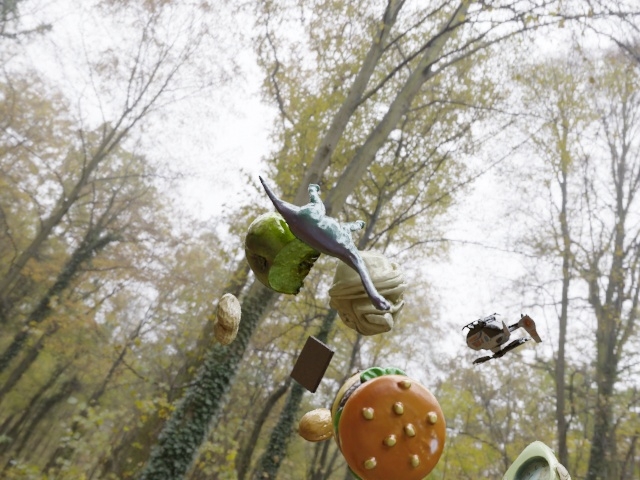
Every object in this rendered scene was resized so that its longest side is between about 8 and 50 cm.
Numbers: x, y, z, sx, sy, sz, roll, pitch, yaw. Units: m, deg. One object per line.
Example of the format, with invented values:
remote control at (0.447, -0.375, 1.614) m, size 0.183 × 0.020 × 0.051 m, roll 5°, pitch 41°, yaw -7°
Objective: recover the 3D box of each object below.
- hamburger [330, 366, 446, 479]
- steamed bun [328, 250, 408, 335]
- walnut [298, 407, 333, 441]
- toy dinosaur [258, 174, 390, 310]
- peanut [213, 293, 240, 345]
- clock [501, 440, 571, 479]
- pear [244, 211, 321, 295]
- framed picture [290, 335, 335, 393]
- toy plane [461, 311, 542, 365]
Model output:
hamburger at (0.233, 0.648, 1.767) m, size 0.396 × 0.395 × 0.277 m, roll 24°, pitch -10°, yaw -6°
steamed bun at (0.174, 0.172, 1.671) m, size 0.203 × 0.276 × 0.288 m, roll 30°, pitch -57°, yaw 42°
walnut at (-0.012, 0.794, 2.213) m, size 0.180 × 0.144 × 0.144 m, roll -9°, pitch -24°, yaw -25°
toy dinosaur at (0.000, 0.000, 1.277) m, size 0.384 × 0.330 × 0.129 m, roll 28°, pitch -64°, yaw -17°
peanut at (-0.407, 0.340, 2.257) m, size 0.110 × 0.196 × 0.232 m, roll 14°, pitch -54°, yaw -5°
clock at (0.737, 0.836, 1.728) m, size 0.096 × 0.235 × 0.308 m, roll 38°, pitch 5°, yaw -2°
pear at (-0.133, 0.037, 1.498) m, size 0.164 × 0.238 × 0.256 m, roll 38°, pitch 18°, yaw 28°
framed picture at (-0.030, 0.448, 1.870) m, size 0.128 × 0.168 × 0.023 m, roll 26°, pitch 0°, yaw 44°
toy plane at (0.319, 0.169, 0.926) m, size 0.054 × 0.078 × 0.197 m, roll -13°, pitch -19°, yaw -25°
